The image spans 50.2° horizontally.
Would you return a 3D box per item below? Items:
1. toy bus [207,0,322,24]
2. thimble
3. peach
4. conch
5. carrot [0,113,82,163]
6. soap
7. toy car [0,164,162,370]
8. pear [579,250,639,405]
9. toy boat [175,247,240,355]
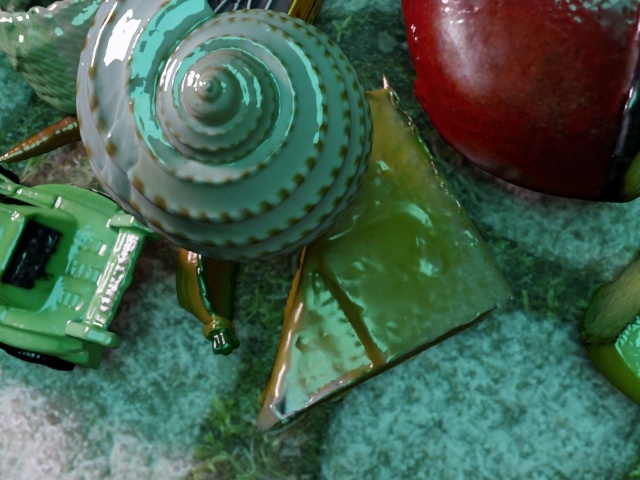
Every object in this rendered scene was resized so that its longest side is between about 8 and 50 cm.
[{"bbox_3d":[-0.086,-0.294,0.882,0.144,0.152,0.330,19,74,13],"label":"toy bus"},{"bbox_3d":[-0.293,-0.278,0.857,0.218,0.150,0.219,-10,52,13],"label":"thimble"},{"bbox_3d":[0.272,-0.244,0.769,0.353,0.339,0.417,-36,73,32],"label":"peach"},{"bbox_3d":[-0.107,-0.093,0.661,0.302,0.319,0.215,29,66,6],"label":"conch"},{"bbox_3d":[-0.311,-0.146,0.882,0.216,0.048,0.048,-28,75,-22],"label":"carrot"},{"bbox_3d":[0.000,0.000,0.790,0.304,0.169,0.339,-24,74,-14],"label":"soap"},{"bbox_3d":[-0.351,0.019,0.795,0.358,0.176,0.214,18,75,8],"label":"toy car"},{"bbox_3d":[0.458,0.101,0.748,0.292,0.159,0.293,-1,78,4],"label":"pear"},{"bbox_3d":[-0.116,0.026,0.823,0.088,0.089,0.230,-1,67,24],"label":"toy boat"}]
